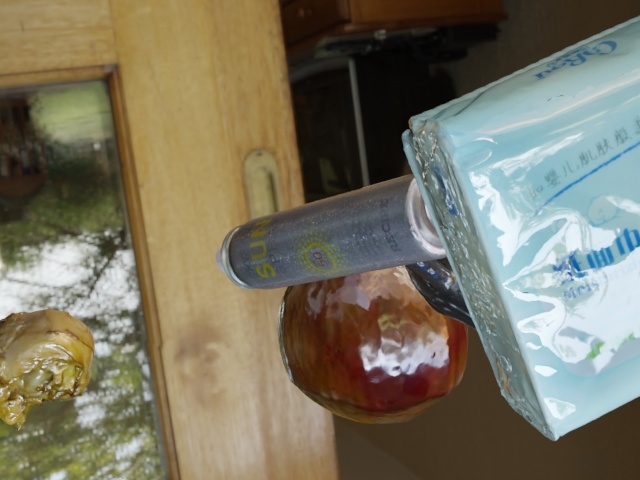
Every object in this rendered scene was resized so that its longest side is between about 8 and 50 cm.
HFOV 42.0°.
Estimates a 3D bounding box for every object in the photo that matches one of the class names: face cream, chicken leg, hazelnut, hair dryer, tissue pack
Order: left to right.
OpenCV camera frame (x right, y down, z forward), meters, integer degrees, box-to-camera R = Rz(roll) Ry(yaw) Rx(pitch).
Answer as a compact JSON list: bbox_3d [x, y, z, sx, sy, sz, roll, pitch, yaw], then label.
[{"bbox_3d":[-0.285,0.108,0.725,0.207,0.101,0.085,-2,148,28],"label":"chicken leg"},{"bbox_3d":[0.000,0.000,0.767,0.073,0.073,0.283,-14,-179,-43],"label":"face cream"},{"bbox_3d":[0.093,0.140,1.556,0.352,0.421,0.421,-12,-175,17],"label":"hazelnut"},{"bbox_3d":[0.133,0.042,0.936,0.219,0.075,0.195,32,-172,-49],"label":"hair dryer"},{"bbox_3d":[0.194,-0.032,0.427,0.263,0.177,0.089,-25,-164,-7],"label":"tissue pack"}]

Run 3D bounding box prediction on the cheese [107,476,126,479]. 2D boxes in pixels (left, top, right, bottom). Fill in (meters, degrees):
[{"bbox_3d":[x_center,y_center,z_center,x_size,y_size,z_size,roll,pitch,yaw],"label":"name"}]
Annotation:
[{"bbox_3d":[-0.064,0.199,0.490,0.105,0.191,0.042,-37,-158,18],"label":"cheese"}]
